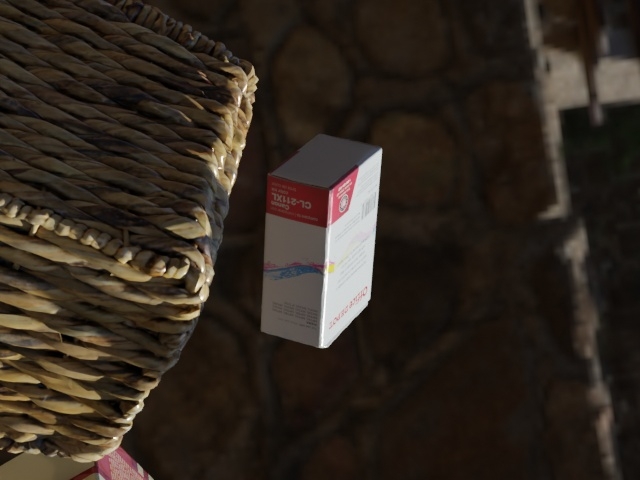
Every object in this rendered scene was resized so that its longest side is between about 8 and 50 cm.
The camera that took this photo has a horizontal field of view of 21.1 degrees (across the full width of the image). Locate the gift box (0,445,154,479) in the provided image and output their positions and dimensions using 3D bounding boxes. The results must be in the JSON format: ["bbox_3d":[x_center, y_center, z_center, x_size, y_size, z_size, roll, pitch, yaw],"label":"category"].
[{"bbox_3d":[-0.267,0.392,1.798,0.276,0.258,0.255,55,11,-33],"label":"gift box"}]

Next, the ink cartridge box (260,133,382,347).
[{"bbox_3d":[0.000,0.000,1.706,0.127,0.072,0.175,-42,141,-57],"label":"ink cartridge box"}]

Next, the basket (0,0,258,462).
[{"bbox_3d":[-0.212,-0.031,1.005,0.223,0.299,0.213,-82,-161,-49],"label":"basket"}]
